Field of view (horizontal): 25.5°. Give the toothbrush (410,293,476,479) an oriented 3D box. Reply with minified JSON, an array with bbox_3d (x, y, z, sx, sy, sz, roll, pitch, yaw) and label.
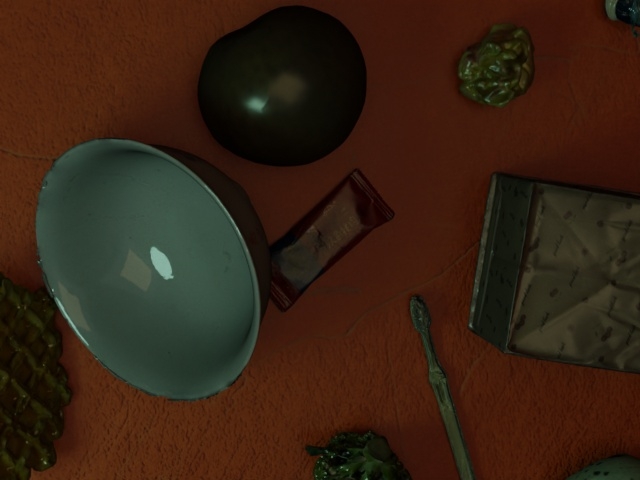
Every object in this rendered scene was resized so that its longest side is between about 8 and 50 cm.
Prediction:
[{"bbox_3d":[0.166,0.212,1.882,0.026,0.028,0.294,-17,100,-4],"label":"toothbrush"}]

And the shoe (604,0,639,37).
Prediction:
[{"bbox_3d":[0.443,-0.332,1.852,0.143,0.064,0.071,-39,57,-3],"label":"shoe"}]

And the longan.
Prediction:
[{"bbox_3d":[-0.046,-0.187,1.753,0.212,0.198,0.198,-12,95,-6],"label":"longan"}]

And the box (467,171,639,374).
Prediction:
[{"bbox_3d":[0.365,0.045,1.813,0.297,0.190,0.225,8,94,-7],"label":"box"}]

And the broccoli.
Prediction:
[{"bbox_3d":[0.056,0.301,1.826,0.130,0.120,0.131,-2,53,-28],"label":"broccoli"}]

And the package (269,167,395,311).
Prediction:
[{"bbox_3d":[0.000,0.000,1.850,0.200,0.022,0.083,-41,97,-5],"label":"package"}]

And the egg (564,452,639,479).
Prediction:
[{"bbox_3d":[0.383,0.347,1.865,0.164,0.131,0.131,-1,94,6],"label":"egg"}]

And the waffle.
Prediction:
[{"bbox_3d":[-0.405,0.177,1.723,0.051,0.291,0.291,-2,95,36],"label":"waffle"}]

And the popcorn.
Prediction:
[{"bbox_3d":[0.236,-0.226,1.835,0.097,0.089,0.109,35,86,-19],"label":"popcorn"}]

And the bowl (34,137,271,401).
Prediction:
[{"bbox_3d":[-0.173,0.011,1.736,0.157,0.345,0.345,-35,99,-48],"label":"bowl"}]
